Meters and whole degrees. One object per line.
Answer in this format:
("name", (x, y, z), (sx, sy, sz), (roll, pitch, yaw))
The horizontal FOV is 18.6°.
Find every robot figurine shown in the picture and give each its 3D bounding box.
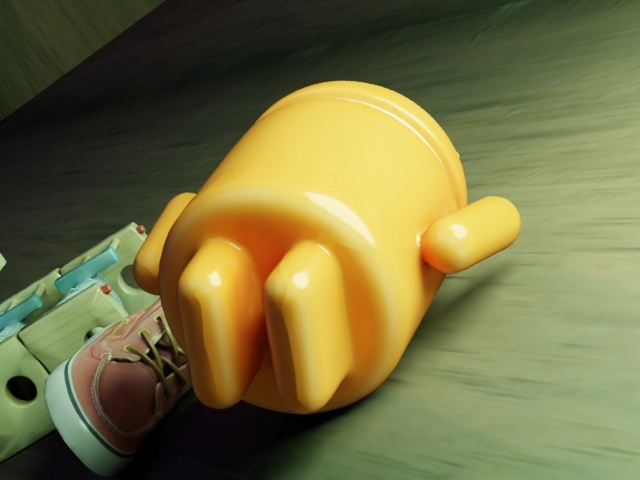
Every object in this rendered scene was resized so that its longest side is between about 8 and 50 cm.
("robot figurine", (0.002, 0.001, 0.962), (0.158, 0.128, 0.219), (-39, 10, 32))

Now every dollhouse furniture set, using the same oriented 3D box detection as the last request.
("dollhouse furniture set", (-0.194, 0.014, 1.249), (0.129, 0.184, 0.129), (-31, 14, 15))

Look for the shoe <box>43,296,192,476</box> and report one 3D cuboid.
("shoe", (-0.097, 0.068, 1.091), (0.081, 0.063, 0.178), (-37, 8, 11))
